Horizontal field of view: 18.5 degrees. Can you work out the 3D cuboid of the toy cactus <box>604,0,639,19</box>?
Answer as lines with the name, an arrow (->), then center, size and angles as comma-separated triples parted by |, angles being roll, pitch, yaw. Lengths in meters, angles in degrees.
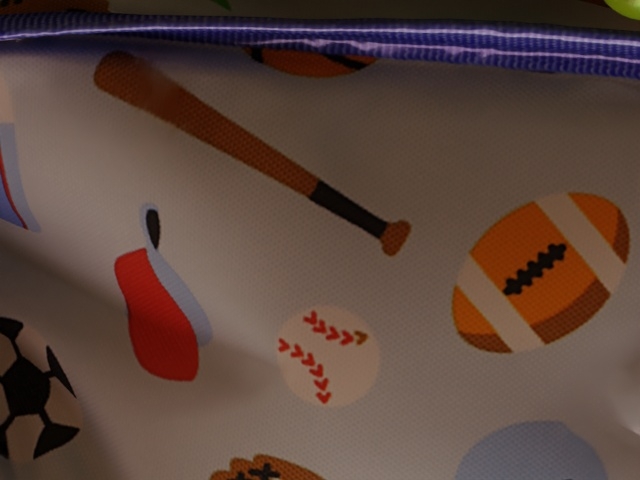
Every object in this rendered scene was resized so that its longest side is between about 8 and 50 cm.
toy cactus -> 0.041, -0.127, 0.480 | 0.219, 0.112, 0.180 | 3, 156, 32

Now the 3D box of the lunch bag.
lunch bag -> 0.000, 0.000, 0.693 | 0.385, 0.239, 0.328 | 7, -168, 2
